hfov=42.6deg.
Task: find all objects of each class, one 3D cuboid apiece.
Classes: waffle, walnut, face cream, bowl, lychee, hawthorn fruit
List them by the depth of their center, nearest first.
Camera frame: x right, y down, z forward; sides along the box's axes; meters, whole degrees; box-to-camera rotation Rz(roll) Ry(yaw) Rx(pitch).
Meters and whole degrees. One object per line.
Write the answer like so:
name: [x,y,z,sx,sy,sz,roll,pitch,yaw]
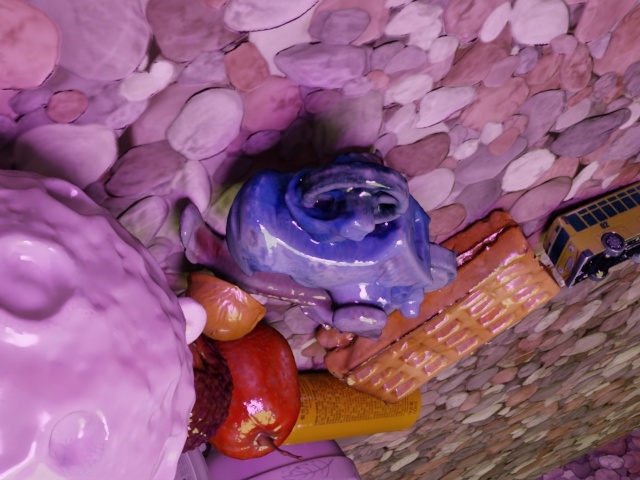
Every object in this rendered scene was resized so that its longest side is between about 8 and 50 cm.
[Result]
walnut: [-0.109,0.075,0.861,0.052,0.091,0.121,-62,-178,-18]
lychee: [-0.198,0.159,0.897,0.188,0.188,0.188,-19,148,-12]
hawthorn fruit: [-0.090,0.209,1.027,0.163,0.203,0.162,-16,146,-11]
waffle: [0.172,0.103,1.177,0.328,0.098,0.224,-36,149,12]
face cream: [0.004,0.256,1.264,0.349,0.105,0.105,5,137,-42]
bowl: [-0.087,0.386,1.339,0.287,0.143,0.287,-16,153,-9]

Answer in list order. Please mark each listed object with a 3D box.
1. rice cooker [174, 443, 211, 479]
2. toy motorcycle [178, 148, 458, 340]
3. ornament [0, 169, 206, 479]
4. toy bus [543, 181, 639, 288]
rice cooker: [-0.273,0.318,0.998,0.227,0.280,0.241,-19,155,-44]
toy motorcycle: [0.003,0.022,0.836,0.241,0.182,0.319,-31,150,8]
ornament: [-0.268,0.101,0.613,0.337,0.337,0.337,-19,148,-12]
toy bus: [0.410,-0.009,1.179,0.175,0.101,0.088,-21,149,-19]
